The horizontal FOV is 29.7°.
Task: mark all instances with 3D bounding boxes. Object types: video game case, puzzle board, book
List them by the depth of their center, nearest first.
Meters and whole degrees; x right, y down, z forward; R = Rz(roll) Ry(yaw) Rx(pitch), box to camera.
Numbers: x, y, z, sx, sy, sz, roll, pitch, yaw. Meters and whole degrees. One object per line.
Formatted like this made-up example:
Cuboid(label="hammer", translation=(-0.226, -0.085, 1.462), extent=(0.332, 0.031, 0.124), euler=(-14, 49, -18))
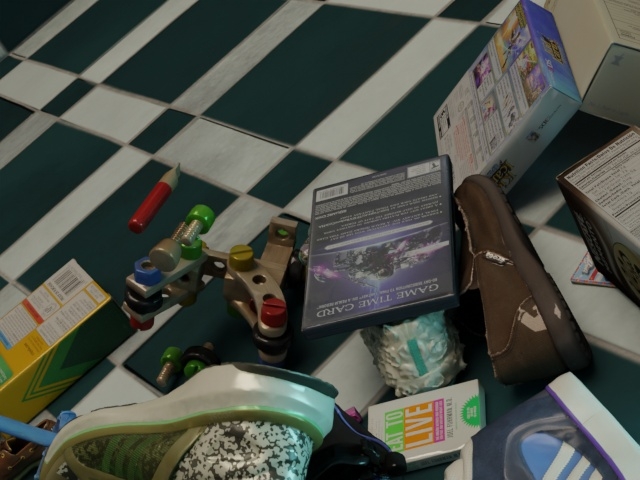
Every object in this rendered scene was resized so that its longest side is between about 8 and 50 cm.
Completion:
Cuboid(label="book", translation=(0.128, 0.228, 1.440), extent=(0.144, 0.035, 0.096), euler=(-19, 39, 20))
Cuboid(label="puzzle board", translation=(0.382, 0.009, 1.519), extent=(0.096, 0.011, 0.128), euler=(5, 49, 45))
Cuboid(label="video game case", translation=(0.077, 0.003, 1.542), extent=(0.196, 0.026, 0.274), euler=(-14, 40, 16))
Cuboid(label="video game case", translation=(0.261, -0.186, 1.736), extent=(0.244, 0.061, 0.269), euler=(-55, 20, 32))

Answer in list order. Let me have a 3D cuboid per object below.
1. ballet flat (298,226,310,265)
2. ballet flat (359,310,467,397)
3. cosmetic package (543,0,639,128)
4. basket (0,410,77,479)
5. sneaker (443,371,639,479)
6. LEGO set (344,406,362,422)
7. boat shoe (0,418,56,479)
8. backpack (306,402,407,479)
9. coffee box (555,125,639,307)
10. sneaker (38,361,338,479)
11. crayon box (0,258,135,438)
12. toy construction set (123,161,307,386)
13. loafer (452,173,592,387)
Cuboid(label="ballet flat", translation=(0.000, 0.000, 1.754), extent=(0.041, 0.041, 0.114), euler=(-20, 21, 21))
Cuboid(label="ballet flat", translation=(0.089, 0.049, 1.616), extent=(0.147, 0.147, 0.409), euler=(-32, 31, 3))
Cuboid(label="cosmetic package", translation=(0.430, -0.288, 1.710), extent=(0.309, 0.160, 0.113), euler=(-88, 17, -53))
Cuboid(label="basket", translation=(-0.348, 0.324, 1.451), extent=(0.201, 0.289, 0.255), euler=(-88, 17, -59))
Cuboid(label="sneaker", translation=(0.236, 0.296, 1.179), extent=(0.236, 0.130, 0.323), euler=(-41, 36, 7))
Cuboid(label="LEGO set", translation=(-0.061, 0.272, 1.494), extent=(0.227, 0.087, 0.093), euler=(-29, 32, 10))
Cuboid(label="boat shoe", translation=(-0.460, 0.322, 1.808), extent=(0.178, 0.060, 0.064), euler=(-29, 32, 7))
Cuboid(label="backpack", translation=(-0.040, 0.315, 1.306), extent=(0.263, 0.213, 0.276), euler=(-35, 23, -15))
Cuboid(label="coffee box", translation=(0.404, 0.017, 1.331), extent=(0.119, 0.168, 0.297), euler=(-34, 34, -1))
Cuboid(label="sneaker", translation=(-0.157, 0.258, 1.192), extent=(0.410, 0.158, 0.182), euler=(-30, 43, 39))
Cuboid(label="crayon box", translation=(-0.480, 0.189, 1.983), extent=(0.323, 0.083, 0.203), euler=(-40, 32, -11))
Cuboid(label="toy construction set", translation=(-0.143, 0.021, 1.726), extent=(0.257, 0.309, 0.237), euler=(-4, 37, 27))
Cuboid(label="loafer", translation=(0.213, 0.043, 1.508), extent=(0.130, 0.134, 0.366), euler=(-29, 32, 7))
